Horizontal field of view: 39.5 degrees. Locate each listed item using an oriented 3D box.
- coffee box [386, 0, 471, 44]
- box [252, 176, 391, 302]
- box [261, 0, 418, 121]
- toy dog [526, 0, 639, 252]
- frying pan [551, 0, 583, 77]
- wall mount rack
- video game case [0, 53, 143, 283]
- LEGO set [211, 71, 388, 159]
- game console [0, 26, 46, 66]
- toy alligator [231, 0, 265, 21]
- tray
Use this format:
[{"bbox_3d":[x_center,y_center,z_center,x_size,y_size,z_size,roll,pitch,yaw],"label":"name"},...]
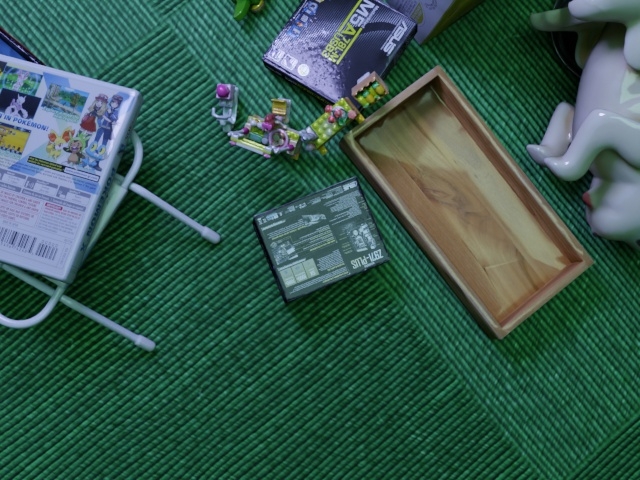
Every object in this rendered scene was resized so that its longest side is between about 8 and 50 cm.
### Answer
[{"bbox_3d":[0.222,-0.566,1.381,0.338,0.338,0.334,-37,90,-8],"label":"coffee box"},{"bbox_3d":[0.000,0.000,1.431,0.180,0.077,0.147,-23,87,-8],"label":"box"},{"bbox_3d":[0.032,-0.318,1.454,0.184,0.045,0.190,33,83,13],"label":"box"},{"bbox_3d":[0.518,-0.178,1.408,0.396,0.284,0.407,-8,100,-11],"label":"toy dog"},{"bbox_3d":[0.544,-0.332,1.537,0.326,0.053,0.197,27,84,-4],"label":"frying pan"},{"bbox_3d":[-0.341,0.003,1.376,0.304,0.130,0.350,30,82,1],"label":"wall mount rack"},{"bbox_3d":[-0.462,-0.122,1.320,0.329,0.036,0.299,16,79,12],"label":"video game case"},{"bbox_3d":[-0.039,-0.186,1.384,0.287,0.107,0.132,-1,101,20],"label":"LEGO set"},{"bbox_3d":[-0.516,-0.262,1.401,0.144,0.124,0.085,39,55,-2],"label":"game console"},{"bbox_3d":[-0.100,-0.445,1.481,0.051,0.056,0.189,26,80,38],"label":"toy alligator"},{"bbox_3d":[0.236,-0.062,1.467,0.203,0.076,0.411,-38,88,-8],"label":"tray"}]
